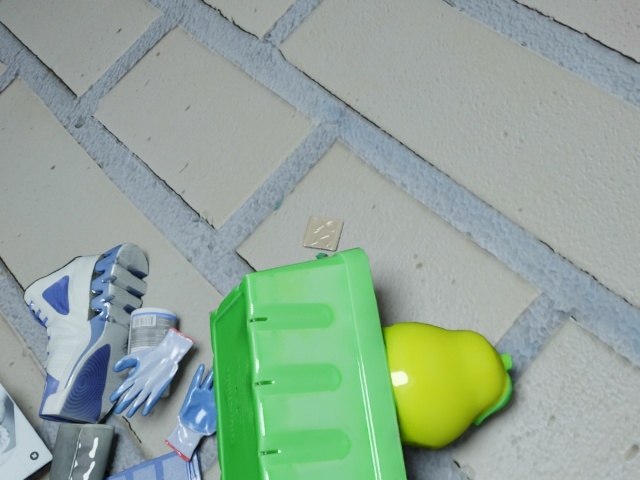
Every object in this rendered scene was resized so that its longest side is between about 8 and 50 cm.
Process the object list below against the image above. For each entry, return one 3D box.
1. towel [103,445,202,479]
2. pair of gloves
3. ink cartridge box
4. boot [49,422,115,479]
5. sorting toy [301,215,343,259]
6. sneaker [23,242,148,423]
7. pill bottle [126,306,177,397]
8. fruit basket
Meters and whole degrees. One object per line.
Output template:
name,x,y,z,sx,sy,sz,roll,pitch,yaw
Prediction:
towel,-0.248,0.475,0.961,0.209,0.034,0.285,-23,61,11
pair of gloves,-0.224,0.232,1.005,0.198,0.023,0.159,36,67,0
ink cartridge box,-0.571,0.319,0.990,0.224,0.045,0.223,50,48,5
boot,-0.349,0.389,0.986,0.189,0.076,0.209,4,55,13
sorting toy,0.000,0.000,1.086,0.062,0.012,0.083,10,68,17
sneaker,-0.423,0.154,1.111,0.182,0.127,0.316,-2,61,22
pill bottle,-0.279,0.186,1.065,0.078,0.078,0.137,-8,66,15
fruit basket,0.057,0.208,0.887,0.391,0.283,0.392,13,59,-22
